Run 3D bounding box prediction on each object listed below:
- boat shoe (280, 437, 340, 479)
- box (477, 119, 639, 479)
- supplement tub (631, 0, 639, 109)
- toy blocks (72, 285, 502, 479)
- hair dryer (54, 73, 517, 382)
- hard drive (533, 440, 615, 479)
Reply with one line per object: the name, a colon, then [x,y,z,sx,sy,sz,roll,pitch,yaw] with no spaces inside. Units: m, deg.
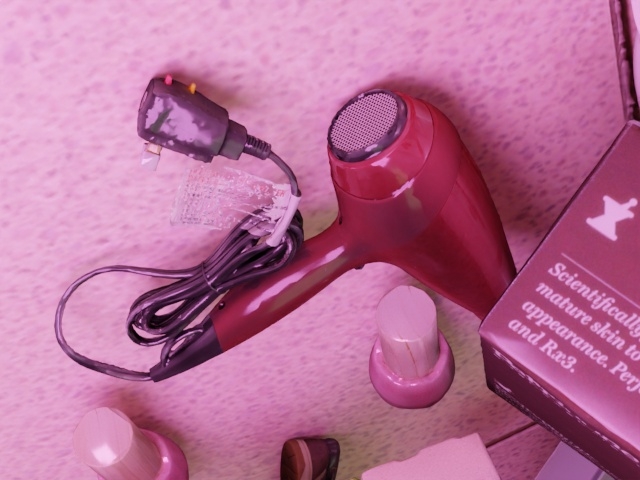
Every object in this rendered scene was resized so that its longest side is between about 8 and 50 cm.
boat shoe: [-0.009,0.222,1.033,0.049,0.056,0.152,-8,142,-13]
box: [0.211,0.080,0.726,0.143,0.191,0.381,-52,166,-5]
supplement tub: [0.310,-0.076,0.683,0.228,0.228,0.316,-33,144,12]
toy blocks: [0.010,0.244,0.862,0.288,0.309,0.260,-21,155,-3]
hair dryer: [0.000,0.000,0.736,0.293,0.080,0.224,9,133,-19]
hard drive: [0.231,0.283,1.165,0.233,0.047,0.353,-47,155,-29]
